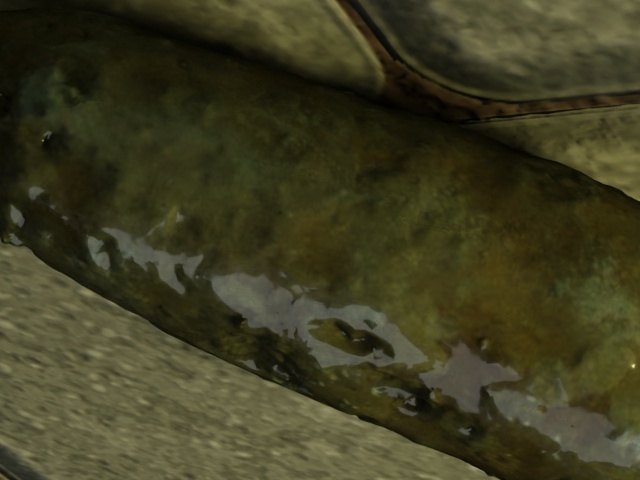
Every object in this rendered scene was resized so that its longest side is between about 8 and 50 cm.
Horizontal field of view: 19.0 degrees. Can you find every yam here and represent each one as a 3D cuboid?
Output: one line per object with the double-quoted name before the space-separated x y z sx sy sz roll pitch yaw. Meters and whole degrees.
"yam" 0.000 0.000 0.760 0.330 0.133 0.133 22 152 -3
